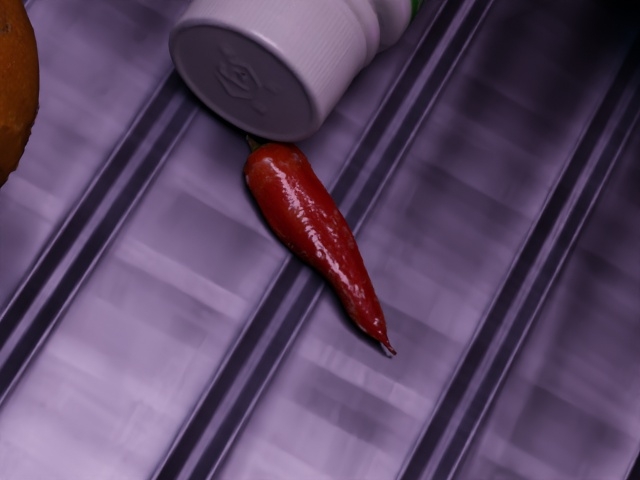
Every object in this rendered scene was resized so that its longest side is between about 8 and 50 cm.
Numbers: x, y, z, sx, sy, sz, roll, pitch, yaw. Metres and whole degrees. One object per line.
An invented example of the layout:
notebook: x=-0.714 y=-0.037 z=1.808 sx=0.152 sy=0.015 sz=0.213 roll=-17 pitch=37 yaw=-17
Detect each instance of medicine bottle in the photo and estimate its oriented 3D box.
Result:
medicine bottle: x=0.006 y=-0.188 z=1.189 sx=0.139 sy=0.139 sz=0.237 roll=35 pitch=63 yaw=-1

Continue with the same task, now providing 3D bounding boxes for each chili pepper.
chili pepper: x=0.000 y=0.000 z=1.171 sx=0.045 sy=0.027 sz=0.178 roll=-26 pitch=80 yaw=-25

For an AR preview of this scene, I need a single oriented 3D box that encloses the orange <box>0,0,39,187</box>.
orange: x=-0.275 y=-0.094 z=1.010 sx=0.240 sy=0.240 sz=0.240 roll=6 pitch=67 yaw=-14
